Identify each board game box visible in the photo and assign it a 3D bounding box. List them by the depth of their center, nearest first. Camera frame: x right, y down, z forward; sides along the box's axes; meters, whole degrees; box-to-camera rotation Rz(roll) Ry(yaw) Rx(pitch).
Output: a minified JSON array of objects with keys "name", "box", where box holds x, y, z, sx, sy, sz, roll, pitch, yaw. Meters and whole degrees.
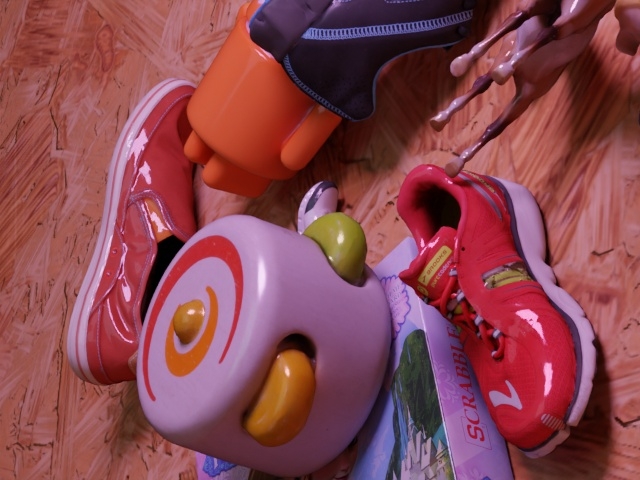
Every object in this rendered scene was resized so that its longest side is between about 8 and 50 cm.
[{"name":"board game box","box":[0.021,0.213,1.517,0.319,0.066,0.318,-45,39,34]}]

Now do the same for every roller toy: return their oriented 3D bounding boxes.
[{"name":"roller toy","box":[-0.052,0.084,1.500,0.191,0.146,0.209,-32,47,46]}]

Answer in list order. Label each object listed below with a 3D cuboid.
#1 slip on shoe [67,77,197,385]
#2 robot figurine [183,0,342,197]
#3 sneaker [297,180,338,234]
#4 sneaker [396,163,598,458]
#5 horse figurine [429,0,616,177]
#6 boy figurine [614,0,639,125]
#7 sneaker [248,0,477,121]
[{"name":"slip on shoe","box":[-0.162,-0.009,1.908,0.101,0.123,0.331,3,66,24]},{"name":"robot figurine","box":[-0.042,-0.146,1.764,0.219,0.128,0.158,-56,8,22]},{"name":"sneaker","box":[0.000,0.000,1.710,0.044,0.040,0.109,12,86,42]},{"name":"sneaker","box":[0.116,0.048,1.416,0.107,0.118,0.279,-54,34,28]},{"name":"horse figurine","box":[0.157,-0.151,1.394,0.174,0.066,0.263,-44,-12,-20]},{"name":"boy figurine","box":[0.272,-0.212,1.358,0.177,0.092,0.285,-37,47,46]},{"name":"sneaker","box":[0.103,-0.247,1.630,0.341,0.139,0.125,-40,5,14]}]
